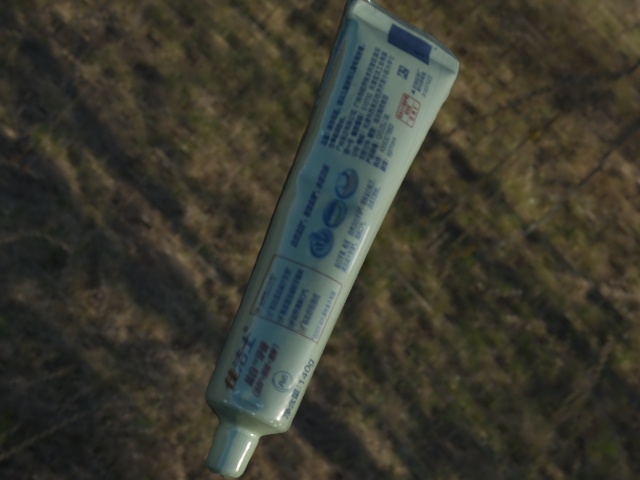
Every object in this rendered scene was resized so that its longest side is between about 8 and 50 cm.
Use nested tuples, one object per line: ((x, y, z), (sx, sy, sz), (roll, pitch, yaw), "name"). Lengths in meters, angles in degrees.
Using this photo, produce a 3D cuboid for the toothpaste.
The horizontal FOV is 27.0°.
((-0.001, 0.000, 0.711), (0.069, 0.268, 0.047), (21, -11, 7), "toothpaste")
